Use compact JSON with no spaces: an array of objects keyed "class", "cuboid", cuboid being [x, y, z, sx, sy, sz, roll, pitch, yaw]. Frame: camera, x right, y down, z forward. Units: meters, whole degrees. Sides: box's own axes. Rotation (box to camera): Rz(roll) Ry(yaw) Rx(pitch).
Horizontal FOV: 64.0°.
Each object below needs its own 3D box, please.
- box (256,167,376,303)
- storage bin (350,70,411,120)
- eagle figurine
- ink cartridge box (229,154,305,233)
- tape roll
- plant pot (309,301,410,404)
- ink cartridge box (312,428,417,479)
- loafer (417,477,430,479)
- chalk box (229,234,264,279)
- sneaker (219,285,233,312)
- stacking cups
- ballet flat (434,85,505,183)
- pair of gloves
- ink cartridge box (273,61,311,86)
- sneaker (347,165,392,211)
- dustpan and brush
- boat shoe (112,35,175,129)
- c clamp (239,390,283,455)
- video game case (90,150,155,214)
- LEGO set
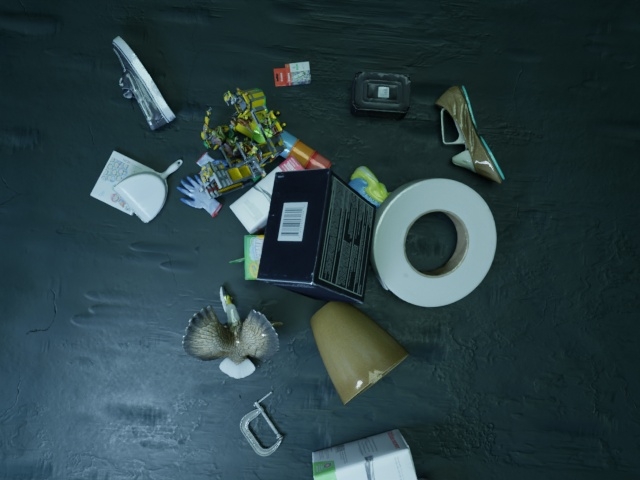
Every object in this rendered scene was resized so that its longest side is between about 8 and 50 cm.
[{"class":"box","cuboid":[0.000,0.000,1.385,0.182,0.294,0.297,1,75,32]},{"class":"storage bin","cuboid":[0.188,-0.453,1.610,0.180,0.084,0.122,3,85,-1]},{"class":"eagle figurine","cuboid":[-0.238,0.267,1.429,0.225,0.298,0.226,45,85,1]},{"class":"ink cartridge box","cuboid":[-0.142,-0.126,1.527,0.237,0.172,0.100,-40,86,-4]},{"class":"tape roll","cuboid":[0.334,0.006,1.535,0.391,0.072,0.393,-2,100,-10]},{"class":"plant pot","cuboid":[0.088,0.300,1.490,0.237,0.237,0.254,-37,73,-4]},{"class":"ink cartridge box","cuboid":[0.121,0.653,1.461,0.272,0.198,0.115,-15,86,-3]},{"class":"loafer","cuboid":[0.303,0.872,1.501,0.130,0.133,0.366,7,95,-25]},{"class":"chalk box","cuboid":[-0.163,0.052,1.532,0.212,0.132,0.132,0,86,-3]},{"class":"sneaker","cuboid":[-0.288,0.177,1.572,0.035,0.031,0.083,-13,90,-17]},{"class":"stacking cups","cuboid":[-0.115,-0.293,1.583,0.316,0.096,0.096,34,85,0]},{"class":"ballet flat","cuboid":[0.453,-0.315,1.604,0.124,0.116,0.343,-24,86,16]},{"class":"pair of gloves","cuboid":[-0.343,-0.180,1.598,0.159,0.023,0.198,37,81,3]},{"class":"ink cartridge box","cuboid":[-0.090,-0.530,1.632,0.115,0.029,0.063,-7,86,-3]},{"class":"sneaker","cuboid":[0.172,-0.112,1.593,0.126,0.091,0.240,-44,88,14]},{"class":"dustpan and brush","cuboid":[-0.505,-0.176,1.573,0.211,0.060,0.147,-41,112,-6]},{"class":"boat shoe","cuboid":[-0.569,-0.481,1.579,0.102,0.108,0.301,-33,94,-6]},{"class":"c clamp","cuboid":[-0.168,0.562,1.546,0.137,0.022,0.161,-30,87,-4]},{"class":"video game case","cuboid":[-0.613,-0.179,1.591,0.143,0.019,0.157,26,85,0]},{"class":"LEGO set","cuboid":[-0.261,-0.263,1.443,0.192,0.331,0.255,-27,96,-38]}]
